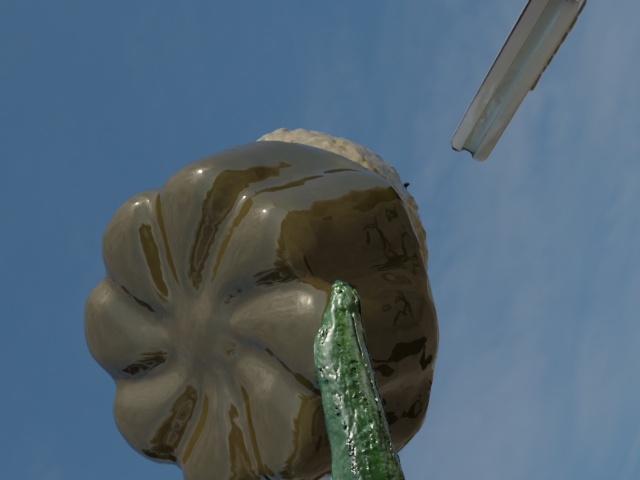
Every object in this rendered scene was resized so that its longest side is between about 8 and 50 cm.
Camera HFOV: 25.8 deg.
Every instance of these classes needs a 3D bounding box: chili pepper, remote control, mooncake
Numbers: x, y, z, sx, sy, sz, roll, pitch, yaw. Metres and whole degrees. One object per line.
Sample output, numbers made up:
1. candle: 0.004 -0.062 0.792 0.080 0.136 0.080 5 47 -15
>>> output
1. chili pepper: 0.029 0.135 1.057 0.059 0.088 0.226 10 -115 -37
2. remote control: 0.223 -0.203 1.510 0.103 0.056 0.277 -58 -4 -36
3. mooncake: -0.067 0.087 1.437 0.201 0.378 0.378 -11 -63 -46

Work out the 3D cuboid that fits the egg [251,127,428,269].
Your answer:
1. egg: 0.000 0.000 1.787 0.310 0.279 0.279 50 -122 -3
